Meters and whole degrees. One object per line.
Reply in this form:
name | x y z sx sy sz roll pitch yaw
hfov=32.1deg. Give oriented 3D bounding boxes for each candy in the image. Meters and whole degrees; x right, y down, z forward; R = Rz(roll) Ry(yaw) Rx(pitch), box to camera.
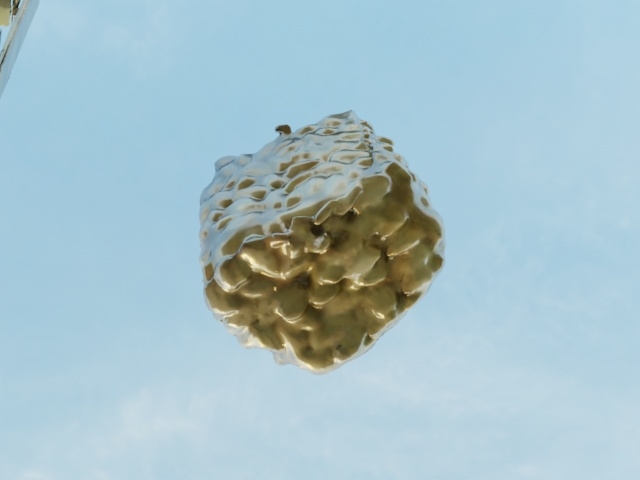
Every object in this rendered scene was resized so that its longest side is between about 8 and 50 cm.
candy | 0.000 0.000 0.439 0.095 0.110 0.085 -36 -73 3

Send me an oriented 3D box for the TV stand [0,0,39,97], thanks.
TV stand | -0.274 -0.166 0.930 0.042 0.036 0.249 13 -143 -11
